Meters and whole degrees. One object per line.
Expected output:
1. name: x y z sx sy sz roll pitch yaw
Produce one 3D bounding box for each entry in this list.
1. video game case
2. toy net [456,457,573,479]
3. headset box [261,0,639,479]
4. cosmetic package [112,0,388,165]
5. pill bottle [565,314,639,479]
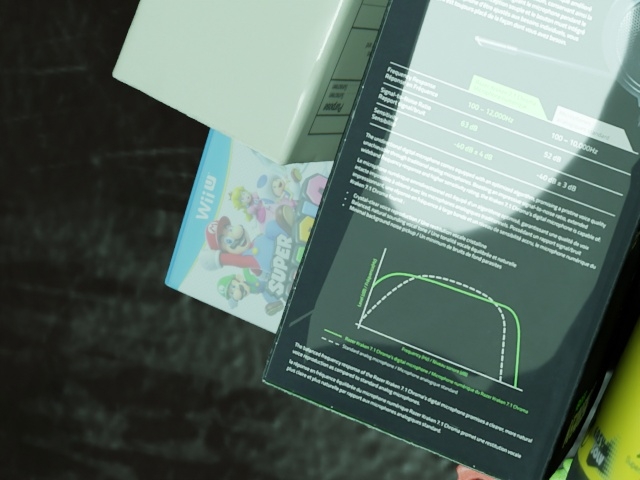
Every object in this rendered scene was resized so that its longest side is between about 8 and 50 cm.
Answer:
1. video game case: 0.000 0.000 1.041 0.166 0.015 0.119 23 104 22
2. toy net: 0.051 0.188 1.018 0.232 0.045 0.122 -9 91 25
3. headset box: 0.106 -0.064 0.852 0.131 0.246 0.283 21 102 11
4. cosmetic package: 0.028 -0.200 0.932 0.113 0.160 0.309 29 105 21
5. pill bottle: 0.250 0.026 0.833 0.188 0.188 0.334 28 105 20
